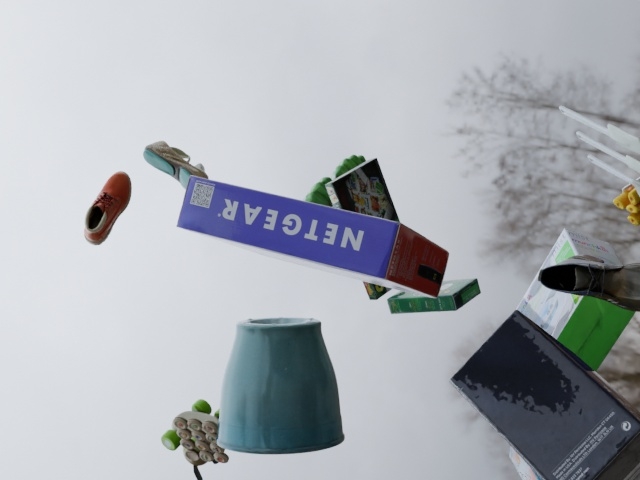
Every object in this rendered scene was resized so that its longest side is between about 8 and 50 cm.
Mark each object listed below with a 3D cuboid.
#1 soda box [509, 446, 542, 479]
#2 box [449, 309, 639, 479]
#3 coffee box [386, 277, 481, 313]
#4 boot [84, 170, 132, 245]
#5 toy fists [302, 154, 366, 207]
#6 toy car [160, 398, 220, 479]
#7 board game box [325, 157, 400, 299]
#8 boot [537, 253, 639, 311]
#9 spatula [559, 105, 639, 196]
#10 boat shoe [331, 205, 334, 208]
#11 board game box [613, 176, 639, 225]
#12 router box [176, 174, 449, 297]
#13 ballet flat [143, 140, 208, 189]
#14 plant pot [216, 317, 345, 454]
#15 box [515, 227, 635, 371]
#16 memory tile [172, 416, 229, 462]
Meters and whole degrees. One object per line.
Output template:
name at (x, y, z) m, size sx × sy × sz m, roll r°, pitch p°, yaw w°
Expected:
soda box at (0.448, 0.472, 1.952) m, size 0.183 × 0.062 × 0.058 m, roll -111°, pitch 20°, yaw -68°
box at (0.421, 0.304, 1.608) m, size 0.183 × 0.294 × 0.296 m, roll -49°, pitch -38°, yaw 5°
coffee box at (0.253, 0.125, 2.119) m, size 0.113 × 0.184 × 0.040 m, roll -27°, pitch -76°, yaw -47°
boot at (-0.414, -0.072, 1.845) m, size 0.085 × 0.059 × 0.158 m, roll 107°, pitch -177°, yaw -73°
toy fists at (0.044, -0.159, 2.902) m, size 0.279 × 0.096 × 0.142 m, roll -41°, pitch -13°, yaw -28°
toy car at (-0.303, 0.537, 2.448) m, size 0.155 × 0.149 × 0.188 m, roll -43°, pitch -46°, yaw -43°
board game box at (0.107, -0.024, 1.933) m, size 0.136 × 0.030 × 0.260 m, roll -31°, pitch -73°, yaw -38°
boot at (0.449, 0.074, 1.485) m, size 0.106 × 0.219 × 0.082 m, roll -7°, pitch -77°, yaw -36°
spatula at (0.494, -0.142, 1.599) m, size 0.019 × 0.242 × 0.168 m, roll -40°, pitch -61°, yaw 0°
boat shoe at (0.092, -0.006, 2.266) m, size 0.065 × 0.206 × 0.075 m, roll -48°, pitch 2°, yaw -39°
board game box at (0.748, 0.005, 1.681) m, size 0.050 × 0.390 × 0.390 m, roll -35°, pitch -6°, yaw -22°
router box at (0.000, 0.000, 1.449) m, size 0.301 × 0.335 × 0.082 m, roll 23°, pitch -99°, yaw -69°
ballet flat at (-0.296, -0.158, 2.075) m, size 0.067 × 0.206 × 0.073 m, roll -43°, pitch -17°, yaw -34°
plant pot at (-0.087, 0.293, 1.994) m, size 0.271 × 0.271 × 0.255 m, roll -1°, pitch -90°, yaw -65°
box at (0.535, 0.149, 2.004) m, size 0.231 × 0.126 × 0.262 m, roll -93°, pitch 24°, yaw -59°
memory tile at (-0.273, 0.456, 2.155) m, size 0.012 × 0.113 × 0.148 m, roll -66°, pitch -28°, yaw -45°
